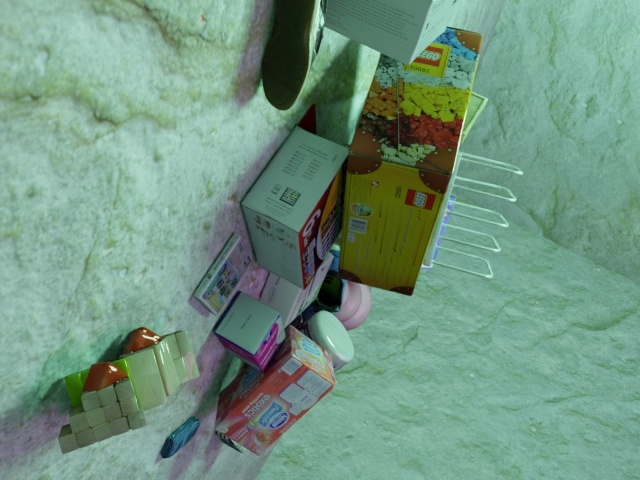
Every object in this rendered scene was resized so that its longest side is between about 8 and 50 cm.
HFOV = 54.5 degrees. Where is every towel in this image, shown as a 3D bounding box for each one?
[{"bbox_3d":[-0.336,0.477,1.499,0.067,0.029,0.119,-65,168,18],"label":"towel"}]

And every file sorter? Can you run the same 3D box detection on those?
[{"bbox_3d":[0.371,-0.072,1.534,0.193,0.173,0.277,-54,158,-74],"label":"file sorter"}]

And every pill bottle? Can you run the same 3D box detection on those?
[{"bbox_3d":[-0.069,0.341,1.766,0.302,0.169,0.169,-35,175,17],"label":"pill bottle"}]

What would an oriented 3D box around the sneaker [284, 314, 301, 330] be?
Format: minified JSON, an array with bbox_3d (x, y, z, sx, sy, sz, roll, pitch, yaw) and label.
[{"bbox_3d":[-0.104,0.337,1.972,0.286,0.109,0.130,108,9,-46],"label":"sneaker"}]

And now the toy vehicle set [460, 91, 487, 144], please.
[{"bbox_3d":[0.274,-0.359,1.585,0.166,0.267,0.035,-52,164,-34],"label":"toy vehicle set"}]

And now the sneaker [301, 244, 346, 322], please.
[{"bbox_3d":[0.002,0.171,1.847,0.147,0.130,0.329,-73,178,-51],"label":"sneaker"}]

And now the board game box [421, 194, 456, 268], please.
[{"bbox_3d":[0.258,-0.090,1.956,0.078,0.347,0.233,5,112,-30],"label":"board game box"}]

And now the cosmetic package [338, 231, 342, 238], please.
[{"bbox_3d":[0.140,-0.103,1.933,0.237,0.127,0.107,-66,169,25],"label":"cosmetic package"}]

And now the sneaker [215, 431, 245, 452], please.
[{"bbox_3d":[-0.251,0.582,1.949,0.132,0.086,0.228,-59,167,-24],"label":"sneaker"}]

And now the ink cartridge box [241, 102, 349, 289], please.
[{"bbox_3d":[-0.025,-0.084,1.301,0.271,0.130,0.309,-59,167,-20],"label":"ink cartridge box"}]

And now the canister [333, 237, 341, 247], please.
[{"bbox_3d":[0.062,0.061,1.967,0.170,0.126,0.073,-47,169,-47],"label":"canister"}]

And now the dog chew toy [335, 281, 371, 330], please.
[{"bbox_3d":[0.057,0.192,2.096,0.206,0.207,0.332,-60,160,-7],"label":"dog chew toy"}]

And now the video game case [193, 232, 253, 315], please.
[{"bbox_3d":[-0.189,0.070,1.233,0.143,0.019,0.157,-58,168,-15],"label":"video game case"}]

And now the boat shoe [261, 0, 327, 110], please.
[{"bbox_3d":[-0.030,-0.302,0.922,0.073,0.080,0.223,-40,151,-48],"label":"boat shoe"}]

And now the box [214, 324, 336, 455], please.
[{"bbox_3d":[-0.118,0.387,1.602,0.300,0.154,0.142,-46,-160,16],"label":"box"}]

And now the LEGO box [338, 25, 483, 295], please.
[{"bbox_3d":[0.184,-0.160,1.379,0.500,0.193,0.372,92,15,-60],"label":"LEGO box"}]

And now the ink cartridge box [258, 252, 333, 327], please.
[{"bbox_3d":[-0.067,0.117,1.649,0.219,0.093,0.160,-39,154,-62],"label":"ink cartridge box"}]

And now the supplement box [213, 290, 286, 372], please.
[{"bbox_3d":[-0.160,0.219,1.456,0.111,0.114,0.220,-58,169,-18],"label":"supplement box"}]

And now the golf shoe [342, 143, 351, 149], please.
[{"bbox_3d":[0.089,-0.213,1.636,0.086,0.069,0.176,-62,168,28],"label":"golf shoe"}]

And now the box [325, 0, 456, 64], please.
[{"bbox_3d":[0.123,-0.413,1.053,0.181,0.182,0.119,-50,163,-43],"label":"box"}]

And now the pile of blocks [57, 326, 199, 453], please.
[{"bbox_3d":[-0.297,0.200,0.941,0.362,0.149,0.112,-15,90,-85],"label":"pile of blocks"}]
